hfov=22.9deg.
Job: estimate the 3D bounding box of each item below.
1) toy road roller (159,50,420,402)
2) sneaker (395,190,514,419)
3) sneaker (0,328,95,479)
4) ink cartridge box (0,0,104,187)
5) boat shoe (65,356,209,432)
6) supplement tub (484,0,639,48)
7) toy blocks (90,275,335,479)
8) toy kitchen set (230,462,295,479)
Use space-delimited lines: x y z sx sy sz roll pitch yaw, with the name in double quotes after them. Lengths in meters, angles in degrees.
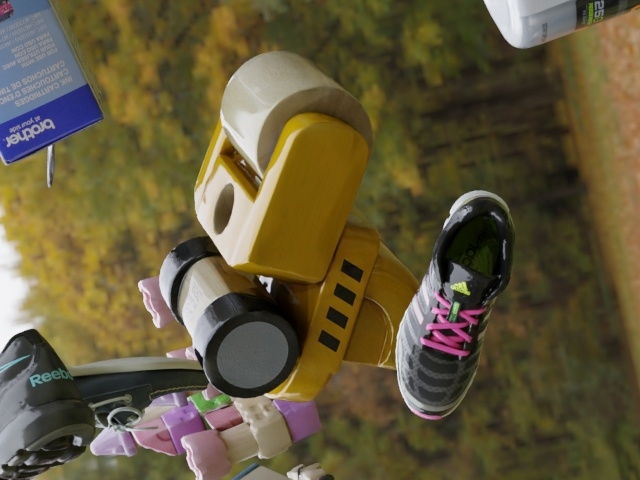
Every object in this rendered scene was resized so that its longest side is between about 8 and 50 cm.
0.000 0.000 1.557 0.202 0.240 0.330 50 125 61 "toy road roller"
0.095 0.042 1.112 0.075 0.063 0.170 82 -153 -82 "sneaker"
-0.289 0.174 1.331 0.101 0.267 0.106 3 -124 -53 "sneaker"
-0.401 -0.269 2.044 0.396 0.151 0.270 64 178 -18 "ink cartridge box"
-0.229 0.165 1.661 0.095 0.254 0.079 -12 82 56 "boat shoe"
0.199 -0.210 1.051 0.117 0.190 0.117 161 90 -90 "supplement tub"
-0.155 0.227 1.938 0.288 0.260 0.309 43 153 62 "toy blocks"
-0.113 0.331 1.507 0.207 0.122 0.166 -34 -55 -47 "toy kitchen set"
